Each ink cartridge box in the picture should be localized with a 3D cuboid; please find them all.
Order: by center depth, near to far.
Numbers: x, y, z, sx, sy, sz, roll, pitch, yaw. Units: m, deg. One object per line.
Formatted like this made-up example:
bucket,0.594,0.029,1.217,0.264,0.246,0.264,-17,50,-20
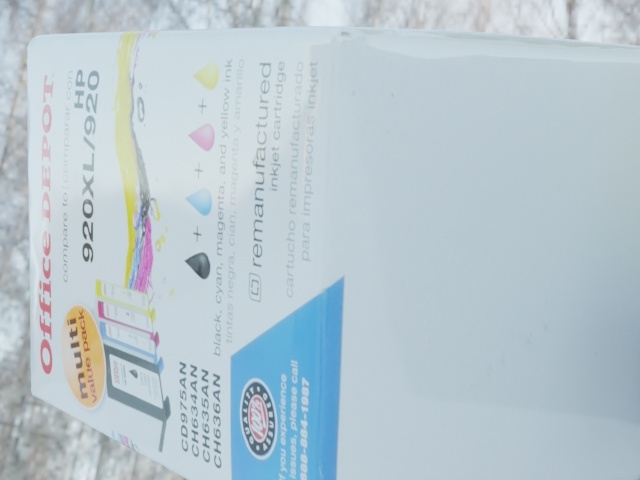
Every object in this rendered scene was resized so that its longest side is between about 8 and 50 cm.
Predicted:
ink cartridge box,0.000,0.000,0.535,0.168,0.171,0.232,-3,9,-35
